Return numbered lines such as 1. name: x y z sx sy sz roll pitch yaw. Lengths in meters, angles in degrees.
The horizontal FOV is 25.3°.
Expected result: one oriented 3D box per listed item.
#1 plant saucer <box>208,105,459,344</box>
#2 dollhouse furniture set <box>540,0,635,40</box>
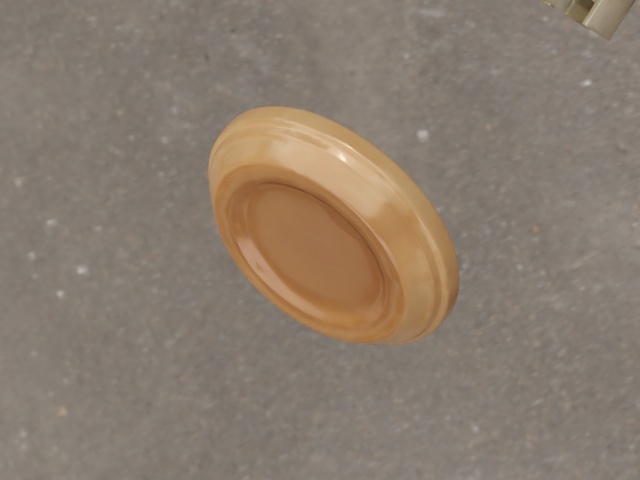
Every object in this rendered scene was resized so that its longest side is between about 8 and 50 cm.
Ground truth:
1. plant saucer: 0.000 0.000 0.967 0.200 0.037 0.200 27 144 22
2. dollhouse furniture set: 0.235 -0.370 1.585 0.161 0.242 0.212 -58 36 11
